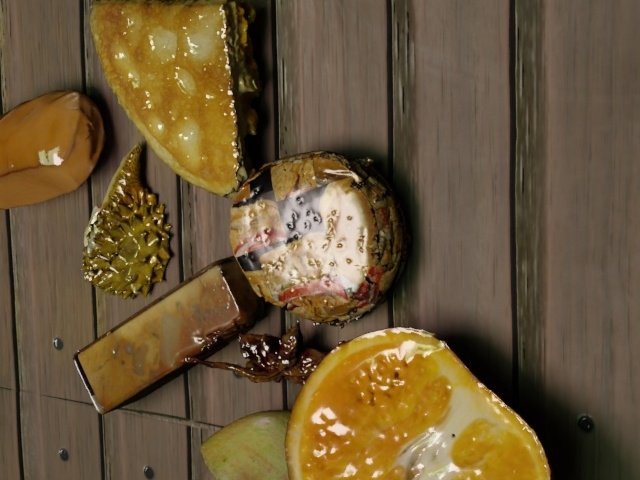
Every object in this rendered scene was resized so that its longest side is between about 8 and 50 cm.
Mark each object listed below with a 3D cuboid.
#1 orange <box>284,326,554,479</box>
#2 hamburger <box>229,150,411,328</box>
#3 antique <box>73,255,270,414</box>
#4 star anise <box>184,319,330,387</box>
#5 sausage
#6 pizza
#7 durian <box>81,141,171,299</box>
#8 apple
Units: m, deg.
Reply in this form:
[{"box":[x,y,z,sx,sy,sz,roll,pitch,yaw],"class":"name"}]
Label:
[{"box":[0.108,0.251,1.634,0.310,0.274,0.274,38,119,2],"class":"orange"},{"box":[0.000,0.000,1.763,0.231,0.107,0.231,2,93,30],"class":"hamburger"},{"box":[-0.193,0.123,1.928,0.310,0.087,0.093,-33,81,34],"class":"antique"},{"box":[-0.078,0.150,1.834,0.190,0.070,0.097,4,144,23],"class":"star anise"},{"box":[-0.395,-0.122,2.010,0.241,0.120,0.136,-18,54,34],"class":"sausage"},{"box":[-0.186,-0.187,1.873,0.268,0.087,0.258,9,107,35],"class":"pizza"},{"box":[-0.271,-0.022,1.963,0.140,0.078,0.224,15,107,33],"class":"durian"},{"box":[-0.022,0.291,1.780,0.265,0.193,0.120,37,107,28],"class":"apple"}]
